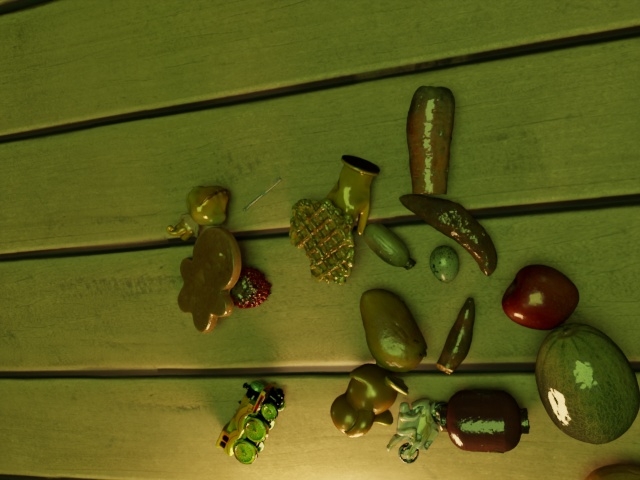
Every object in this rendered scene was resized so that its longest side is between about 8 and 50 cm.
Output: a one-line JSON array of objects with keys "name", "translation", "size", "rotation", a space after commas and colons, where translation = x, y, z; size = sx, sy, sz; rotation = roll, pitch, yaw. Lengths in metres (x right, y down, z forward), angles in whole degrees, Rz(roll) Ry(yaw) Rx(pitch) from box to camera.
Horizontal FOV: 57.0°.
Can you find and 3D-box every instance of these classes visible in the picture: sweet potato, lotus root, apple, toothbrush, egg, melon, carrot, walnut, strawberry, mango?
[{"name": "sweet potato", "translation": [0.378, -0.047, 1.672], "size": [0.341, 0.092, 0.114], "rotation": [40, 123, 10]}, {"name": "lotus root", "translation": [0.201, 0.022, 1.738], "size": [0.183, 0.090, 0.077], "rotation": [43, 79, 6]}, {"name": "apple", "translation": [0.588, 0.157, 1.589], "size": [0.168, 0.181, 0.181], "rotation": [34, 106, 5]}, {"name": "toothbrush", "translation": [-0.189, -0.147, 1.879], "size": [0.167, 0.011, 0.014], "rotation": [-38, 80, 18]}, {"name": "egg", "translation": [0.358, 0.068, 1.697], "size": [0.085, 0.085, 0.110], "rotation": [-14, 100, 19]}, {"name": "melon", "translation": [0.690, 0.370, 1.537], "size": [0.248, 0.249, 0.329], "rotation": [-16, 110, 19]}, {"name": "carrot", "translation": [0.303, -0.277, 1.646], "size": [0.138, 0.138, 0.302], "rotation": [6, 99, 17]}, {"name": "sweet potato", "translation": [0.408, 0.283, 1.711], "size": [0.077, 0.077, 0.244], "rotation": [25, 104, 13]}, {"name": "walnut", "translation": [0.820, 0.703, 1.583], "size": [0.225, 0.193, 0.193], "rotation": [-6, 95, 18]}, {"name": "strawberry", "translation": [-0.236, 0.155, 1.894], "size": [0.145, 0.086, 0.145], "rotation": [2, 96, 19]}, {"name": "mango", "translation": [0.208, 0.260, 1.738], "size": [0.167, 0.130, 0.262], "rotation": [-21, 74, -4]}]

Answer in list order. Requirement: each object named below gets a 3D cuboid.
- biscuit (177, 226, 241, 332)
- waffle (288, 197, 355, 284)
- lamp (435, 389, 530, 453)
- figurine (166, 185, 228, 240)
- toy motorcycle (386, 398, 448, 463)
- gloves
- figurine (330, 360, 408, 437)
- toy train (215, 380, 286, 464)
[{"name": "biscuit", "translation": [-0.355, 0.121, 1.902], "size": [0.275, 0.052, 0.355], "rotation": [38, 115, 33]}, {"name": "waffle", "translation": [0.001, -0.001, 1.776], "size": [0.291, 0.051, 0.291], "rotation": [21, 122, 38]}, {"name": "lamp", "translation": [0.462, 0.515, 1.684], "size": [0.257, 0.180, 0.180], "rotation": [-4, 96, 19]}, {"name": "figurine", "translation": [-0.389, -0.089, 1.899], "size": [0.156, 0.131, 0.246], "rotation": [48, 122, 3]}, {"name": "toy motorcycle", "translation": [0.287, 0.557, 1.781], "size": [0.151, 0.074, 0.229], "rotation": [39, 95, 1]}, {"name": "gloves", "translation": [0.071, -0.098, 1.772], "size": [0.133, 0.116, 0.295], "rotation": [38, 118, 38]}, {"name": "figurine", "translation": [0.138, 0.470, 1.763], "size": [0.215, 0.215, 0.228], "rotation": [18, 113, 14]}, {"name": "toy train", "translation": [-0.225, 0.591, 1.938], "size": [0.160, 0.100, 0.296], "rotation": [30, 105, 13]}]
